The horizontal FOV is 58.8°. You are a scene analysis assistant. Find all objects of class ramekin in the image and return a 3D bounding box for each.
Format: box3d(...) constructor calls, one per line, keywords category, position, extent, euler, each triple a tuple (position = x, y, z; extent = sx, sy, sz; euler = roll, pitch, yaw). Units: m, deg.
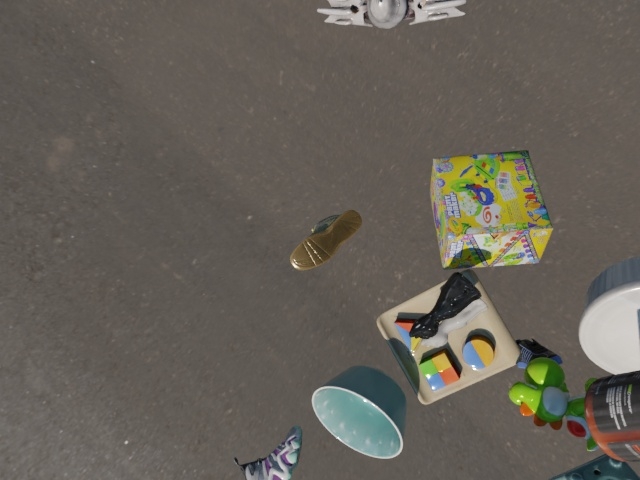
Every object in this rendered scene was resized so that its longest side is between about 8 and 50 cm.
box3d(category="ramekin", position=(0.666, 0.150, 1.145), extent=(0.273, 0.127, 0.272), euler=(11, 131, 13))

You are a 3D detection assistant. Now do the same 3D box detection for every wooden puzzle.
box3d(category="wooden puzzle", position=(0.391, 0.304, 1.753), extent=(0.348, 0.080, 0.322), euler=(-30, 85, 13))

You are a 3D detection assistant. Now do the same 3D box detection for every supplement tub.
box3d(category="supplement tub", position=(0.411, 0.192, 0.642), extent=(0.106, 0.198, 0.106), euler=(10, 65, -24))

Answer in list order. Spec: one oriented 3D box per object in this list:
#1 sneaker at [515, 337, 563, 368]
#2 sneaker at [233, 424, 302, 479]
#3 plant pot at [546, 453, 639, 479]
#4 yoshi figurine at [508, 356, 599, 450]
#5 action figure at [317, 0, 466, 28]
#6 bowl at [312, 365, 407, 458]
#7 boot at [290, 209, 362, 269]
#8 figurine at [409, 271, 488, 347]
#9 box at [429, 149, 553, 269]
box3d(category="sneaker", position=(0.691, 0.365, 1.840), extent=(0.081, 0.232, 0.090), euler=(-14, 82, -13))
box3d(category="sneaker", position=(-0.061, 0.245, 0.628), extent=(0.069, 0.038, 0.098), euler=(13, 49, 8))
box3d(category="plant pot", position=(0.630, 0.621, 1.273), extent=(0.248, 0.247, 0.252), euler=(-17, 128, -12))
box3d(category="yoshi figurine", position=(0.733, 0.441, 1.623), extent=(0.362, 0.203, 0.203), euler=(16, 114, 10))
box3d(category="action figure", position=(0.101, -0.323, 0.674), extent=(0.185, 0.285, 0.099), euler=(15, 132, 14))
box3d(category="bowl", position=(0.145, 0.511, 1.777), extent=(0.312, 0.163, 0.311), euler=(21, 137, 22))
box3d(category="boot", position=(0.000, 0.000, 1.496), extent=(0.213, 0.165, 0.077), euler=(-39, 99, -11))
box3d(category="figurine", position=(0.340, 0.207, 1.540), extent=(0.209, 0.215, 0.092), euler=(-44, 59, 2))
box3d(category="box", position=(0.479, -0.090, 1.650), extent=(0.279, 0.177, 0.289), euler=(-4, 55, 4))
